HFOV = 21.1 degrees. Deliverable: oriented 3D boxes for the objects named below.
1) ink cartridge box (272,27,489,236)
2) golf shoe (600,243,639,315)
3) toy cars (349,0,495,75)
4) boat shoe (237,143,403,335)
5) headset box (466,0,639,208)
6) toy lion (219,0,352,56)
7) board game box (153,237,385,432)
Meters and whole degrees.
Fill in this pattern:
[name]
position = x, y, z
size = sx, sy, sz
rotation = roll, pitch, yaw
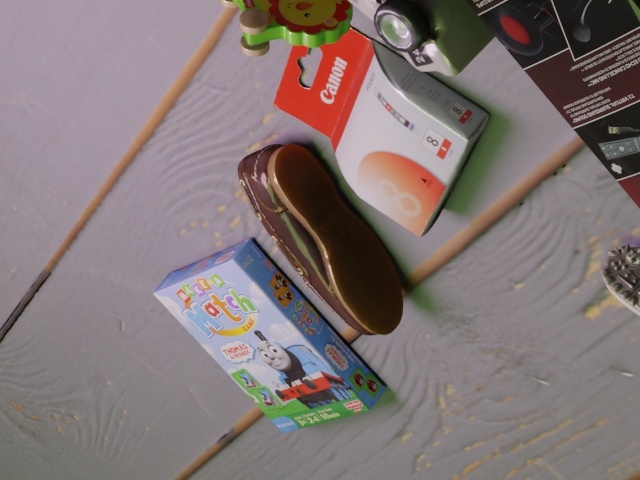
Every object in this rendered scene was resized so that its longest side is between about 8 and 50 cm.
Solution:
[ink cartridge box]
position = 0.040, -0.099, 1.443
size = 0.179, 0.045, 0.145
rotation = 31, 144, 6
[golf shoe]
position = 0.303, 0.067, 1.379
size = 0.176, 0.069, 0.086
rotation = 27, 150, 18
[toy cars]
position = 0.117, -0.171, 1.121
size = 0.394, 0.176, 0.087
rotation = 15, 166, -35
[boat shoe]
position = 0.000, 0.000, 1.571
size = 0.073, 0.073, 0.207
rotation = -12, 115, 50
[headset box]
position = 0.238, -0.144, 1.059
size = 0.293, 0.218, 0.110
rotation = 47, 145, -14
[toy lion]
position = -0.025, -0.189, 1.371
size = 0.034, 0.096, 0.100
rotation = 89, 161, -48
[board game box]
position = -0.054, 0.102, 1.760
size = 0.211, 0.039, 0.160
rotation = 49, 144, -14
